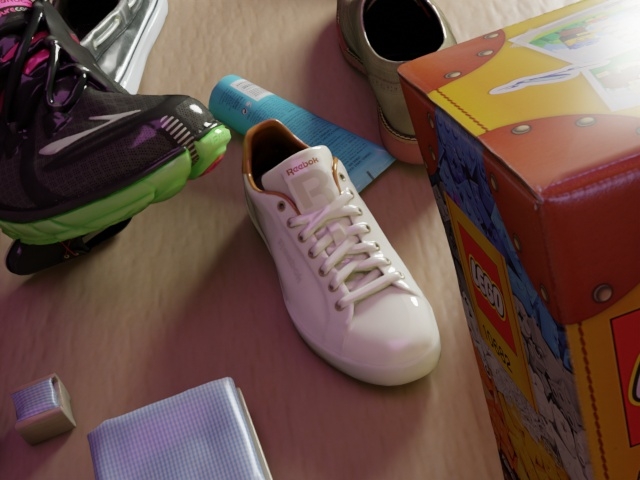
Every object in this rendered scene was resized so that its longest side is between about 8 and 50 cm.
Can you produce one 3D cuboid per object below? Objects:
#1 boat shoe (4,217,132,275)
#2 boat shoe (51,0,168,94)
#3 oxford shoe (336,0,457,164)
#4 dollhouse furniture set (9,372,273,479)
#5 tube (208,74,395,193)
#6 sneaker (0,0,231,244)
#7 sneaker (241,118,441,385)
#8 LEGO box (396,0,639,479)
[{"bbox_3d":[-0.247,-0.006,0.931,0.133,0.049,0.042,-34,41,-23],"label":"boat shoe"},{"bbox_3d":[-0.259,-0.285,1.144,0.121,0.119,0.335,-10,46,5],"label":"boat shoe"},{"bbox_3d":[0.084,-0.233,0.999,0.123,0.130,0.348,-16,44,-2],"label":"oxford shoe"},{"bbox_3d":[-0.171,0.142,0.673,0.303,0.198,0.286,-20,47,-5],"label":"dollhouse furniture set"},{"bbox_3d":[-0.025,-0.109,0.975,0.207,0.052,0.080,31,62,28],"label":"tube"},{"bbox_3d":[-0.288,-0.134,0.908,0.482,0.202,0.185,16,40,37],"label":"sneaker"},{"bbox_3d":[0.000,0.000,0.815,0.106,0.123,0.290,-27,49,-14],"label":"sneaker"},{"bbox_3d":[0.338,0.017,0.515,0.500,0.372,0.193,-20,27,-4],"label":"LEGO box"}]
